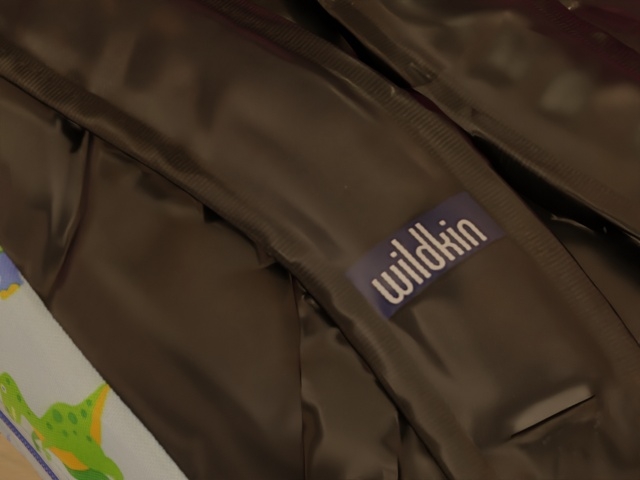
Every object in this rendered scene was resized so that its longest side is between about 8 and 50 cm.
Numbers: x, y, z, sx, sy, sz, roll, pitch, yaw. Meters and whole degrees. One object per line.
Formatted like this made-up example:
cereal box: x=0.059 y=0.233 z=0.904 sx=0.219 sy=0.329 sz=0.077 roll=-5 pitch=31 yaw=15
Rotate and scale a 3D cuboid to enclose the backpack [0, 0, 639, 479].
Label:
backpack: x=0.000 y=0.000 z=0.597 sx=0.290 sy=0.273 sz=0.355 roll=-40 pitch=74 yaw=-23
